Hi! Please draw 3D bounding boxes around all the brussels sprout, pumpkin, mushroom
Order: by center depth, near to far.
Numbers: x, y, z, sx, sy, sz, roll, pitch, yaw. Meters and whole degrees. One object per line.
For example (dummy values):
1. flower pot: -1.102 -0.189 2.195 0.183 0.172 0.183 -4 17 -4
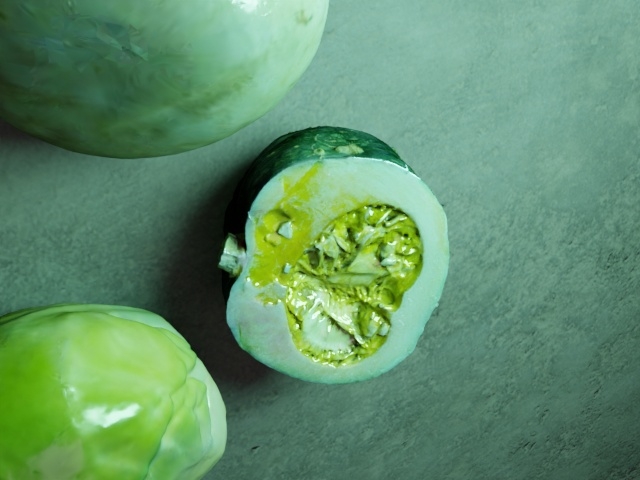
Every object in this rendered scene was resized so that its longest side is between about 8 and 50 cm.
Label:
1. mushroom: -0.169 -0.221 0.575 0.351 0.261 0.352 -3 147 -2
2. brussels sprout: -0.280 0.211 0.733 0.344 0.268 0.344 -30 144 -25
3. pumpkin: 0.000 0.000 0.816 0.263 0.197 0.293 12 113 -19
